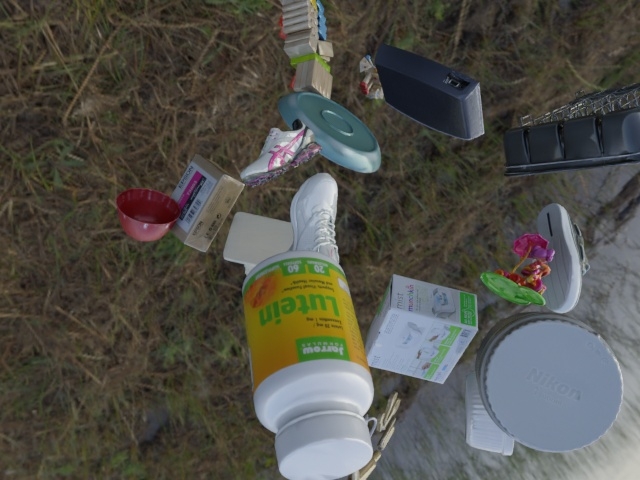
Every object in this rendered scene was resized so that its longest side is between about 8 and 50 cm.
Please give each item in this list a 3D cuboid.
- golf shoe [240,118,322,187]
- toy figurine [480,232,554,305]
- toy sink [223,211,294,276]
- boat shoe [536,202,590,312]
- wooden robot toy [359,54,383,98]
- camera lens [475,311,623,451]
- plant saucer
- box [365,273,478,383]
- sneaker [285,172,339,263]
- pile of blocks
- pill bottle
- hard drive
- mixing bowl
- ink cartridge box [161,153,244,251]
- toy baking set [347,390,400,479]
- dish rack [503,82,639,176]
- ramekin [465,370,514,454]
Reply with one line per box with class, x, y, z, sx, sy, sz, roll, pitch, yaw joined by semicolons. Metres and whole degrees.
golf shoe;-0.085;-0.162;1.160;0.186;0.086;0.067;-36;-174;-37
toy figurine;0.489;0.056;1.461;0.130;0.173;0.159;42;76;-30
toy sink;-0.146;0.032;1.792;0.234;0.152;0.131;12;156;2
boat shoe;0.651;0.049;1.632;0.119;0.335;0.121;25;144;-19
wooden robot toy;0.154;-0.416;1.637;0.076;0.079;0.173;-68;158;-15
camera lens;0.379;0.232;1.065;0.219;0.219;0.274;-37;167;7
plant saucer;0.036;-0.297;1.635;0.318;0.317;0.043;11;128;-40
box;0.259;0.242;1.647;0.231;0.126;0.262;14;135;-2
sneaker;0.000;0.000;1.086;0.090;0.115;0.232;5;102;-34
pile of blocks;-0.051;-0.567;1.755;0.113;0.362;0.149;-3;-173;30
pill bottle;-0.015;0.143;0.730;0.136;0.245;0.136;-7;138;-7
hard drive;0.228;-0.314;1.334;0.054;0.255;0.172;-48;147;-13
mixing bowl;-0.501;-0.061;1.787;0.182;0.181;0.098;-1;128;-32
ink cartridge box;-0.354;-0.114;1.835;0.088;0.193;0.234;26;97;-45
toy baking set;0.093;0.402;1.229;0.256;0.030;0.196;-26;132;-57
dish rack;0.401;-0.170;0.862;0.272;0.208;0.074;-27;107;-34
ramekin;0.413;0.418;1.533;0.109;0.207;0.207;0;142;12
